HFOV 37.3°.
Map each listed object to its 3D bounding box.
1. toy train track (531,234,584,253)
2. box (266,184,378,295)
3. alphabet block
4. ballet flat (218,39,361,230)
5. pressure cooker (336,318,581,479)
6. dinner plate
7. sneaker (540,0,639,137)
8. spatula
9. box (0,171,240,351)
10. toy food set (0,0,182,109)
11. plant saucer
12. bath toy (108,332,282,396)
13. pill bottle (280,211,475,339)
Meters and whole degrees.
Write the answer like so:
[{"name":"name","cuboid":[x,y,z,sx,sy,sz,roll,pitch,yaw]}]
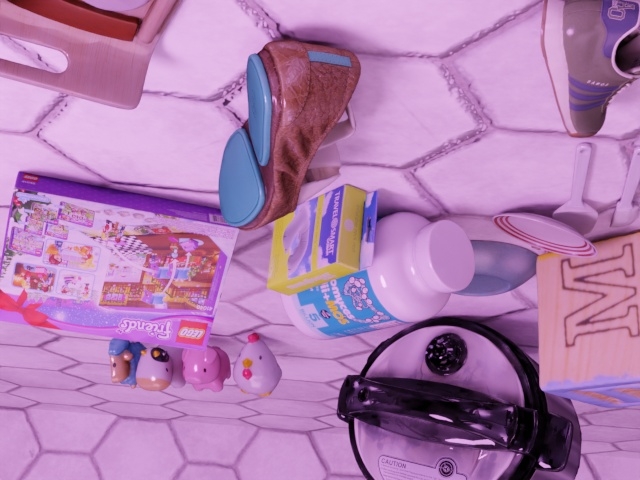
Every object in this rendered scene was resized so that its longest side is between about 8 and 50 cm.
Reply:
[{"name":"toy train track","cuboid":[0.325,0.003,1.300,0.048,0.014,0.083,19,155,-34]},{"name":"box","cuboid":[0.000,0.000,1.220,0.042,0.109,0.178,20,154,-32]},{"name":"alphabet block","cuboid":[0.428,0.117,1.314,0.193,0.197,0.192,-15,156,42]},{"name":"ballet flat","cuboid":[-0.029,-0.102,0.992,0.124,0.116,0.342,-11,159,-16]},{"name":"pressure cooker","cuboid":[0.250,0.336,1.721,0.369,0.376,0.420,-35,147,12]},{"name":"dinner plate","cuboid":[0.291,-0.010,1.223,0.141,0.017,0.141,21,170,4]},{"name":"sneaker","cuboid":[0.252,-0.148,0.834,0.086,0.064,0.192,0,157,24]},{"name":"spatula","cuboid":[0.364,-0.057,1.125,0.168,0.019,0.242,1,159,12]},{"name":"box","cuboid":[-0.274,0.033,1.273,0.293,0.057,0.201,11,115,-16]},{"name":"toy food set","cuboid":[-0.206,-0.204,0.740,0.219,0.092,0.306,14,158,-23]},{"name":"plant saucer","cuboid":[0.232,0.051,1.414,0.194,0.038,0.195,4,160,1]},{"name":"bath toy","cuboid":[-0.253,0.248,1.931,0.348,0.151,0.129,0,116,15]},{"name":"pill bottle","cuboid":[0.077,0.046,1.277,0.146,0.146,0.264,21,153,-38]}]
